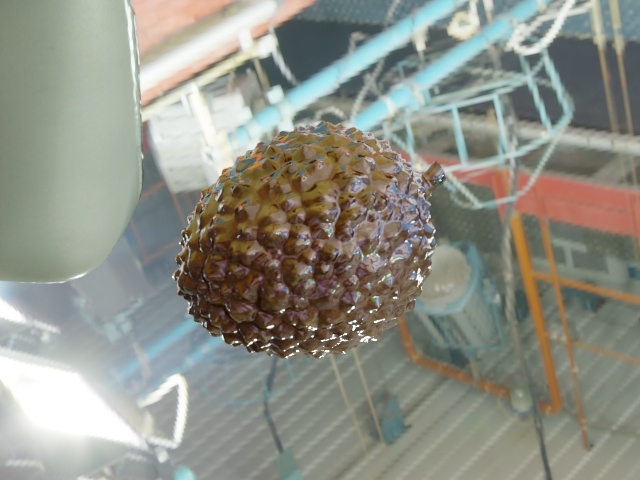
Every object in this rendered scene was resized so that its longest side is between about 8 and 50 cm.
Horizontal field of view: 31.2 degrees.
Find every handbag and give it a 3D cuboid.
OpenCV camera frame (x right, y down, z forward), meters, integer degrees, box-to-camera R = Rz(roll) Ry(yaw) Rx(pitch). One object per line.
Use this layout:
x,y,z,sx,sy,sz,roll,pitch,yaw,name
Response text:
-0.195,-0.099,0.488,0.241,0.315,0.109,3,-120,1,handbag

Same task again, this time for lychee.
0.000,0.000,0.910,0.238,0.200,0.200,-25,-150,-17,lychee
